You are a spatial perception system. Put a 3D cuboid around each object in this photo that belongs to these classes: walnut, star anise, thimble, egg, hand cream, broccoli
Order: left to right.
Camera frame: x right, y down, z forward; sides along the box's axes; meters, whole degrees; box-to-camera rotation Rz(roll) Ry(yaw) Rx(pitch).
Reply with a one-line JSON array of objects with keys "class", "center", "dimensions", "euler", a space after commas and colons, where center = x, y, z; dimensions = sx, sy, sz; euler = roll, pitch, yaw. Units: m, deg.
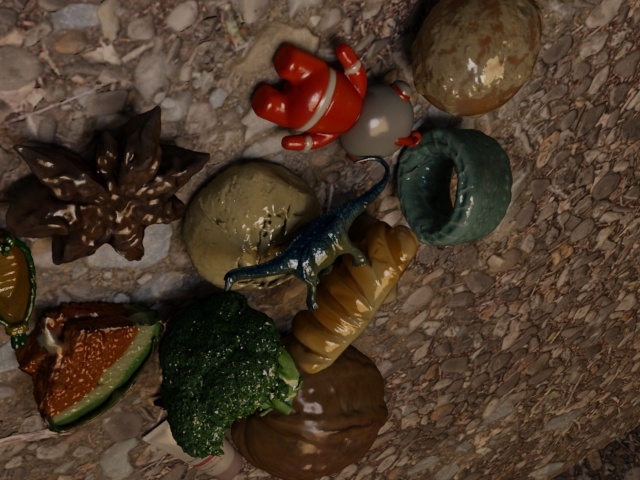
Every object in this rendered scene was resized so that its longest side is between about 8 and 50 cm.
[{"class": "star anise", "center": [-0.317, -0.081, 1.243], "dimensions": [0.315, 0.108, 0.315], "euler": [-19, 145, -14]}, {"class": "hand cream", "center": [-0.269, 0.452, 1.851], "dimensions": [0.133, 0.083, 0.248], "euler": [-41, 132, 2]}, {"class": "broccoli", "center": [-0.169, 0.245, 1.509], "dimensions": [0.275, 0.308, 0.308], "euler": [34, 106, -33]}, {"class": "walnut", "center": [-0.015, 0.356, 1.773], "dimensions": [0.344, 0.306, 0.306], "euler": [8, 124, -33]}, {"class": "thimble", "center": [0.252, -0.097, 1.578], "dimensions": [0.143, 0.198, 0.235], "euler": [-3, 113, -40]}, {"class": "egg", "center": [0.259, -0.317, 1.370], "dimensions": [0.245, 0.203, 0.203], "euler": [-47, 142, -4]}]

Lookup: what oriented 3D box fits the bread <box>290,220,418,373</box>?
[{"class": "bread", "center": [0.057, 0.092, 1.507], "dimensions": [0.311, 0.121, 0.173], "euler": [-54, 174, 11]}]

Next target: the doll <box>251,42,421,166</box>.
[{"class": "doll", "center": [0.049, -0.219, 1.394], "dimensions": [0.336, 0.105, 0.200], "euler": [15, 117, -36]}]

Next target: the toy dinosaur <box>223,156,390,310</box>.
[{"class": "toy dinosaur", "center": [0.001, 0.011, 1.380], "dimensions": [0.363, 0.076, 0.147], "euler": [-38, 126, -20]}]

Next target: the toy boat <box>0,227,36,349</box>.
[{"class": "toy boat", "center": [-0.483, 0.066, 1.282], "dimensions": [0.089, 0.088, 0.229], "euler": [-15, 136, -26]}]

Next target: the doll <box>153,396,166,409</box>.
[{"class": "doll", "center": [-0.244, 0.306, 1.693], "dimensions": [0.219, 0.067, 0.091], "euler": [-23, 153, 25]}]

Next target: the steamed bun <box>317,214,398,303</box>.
[{"class": "steamed bun", "center": [0.062, 0.052, 1.653], "dimensions": [0.155, 0.141, 0.172], "euler": [-16, 133, -9]}]

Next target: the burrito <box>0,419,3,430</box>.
[{"class": "burrito", "center": [-0.651, 0.400, 1.514], "dimensions": [0.087, 0.060, 0.226], "euler": [14, 120, -45]}]

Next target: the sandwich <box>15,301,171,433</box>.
[{"class": "sandwich", "center": [-0.420, 0.205, 1.463], "dimensions": [0.212, 0.109, 0.292], "euler": [16, 113, -35]}]

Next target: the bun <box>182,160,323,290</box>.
[{"class": "bun", "center": [-0.106, -0.005, 1.447], "dimensions": [0.259, 0.152, 0.259], "euler": [-22, 139, -21]}]
